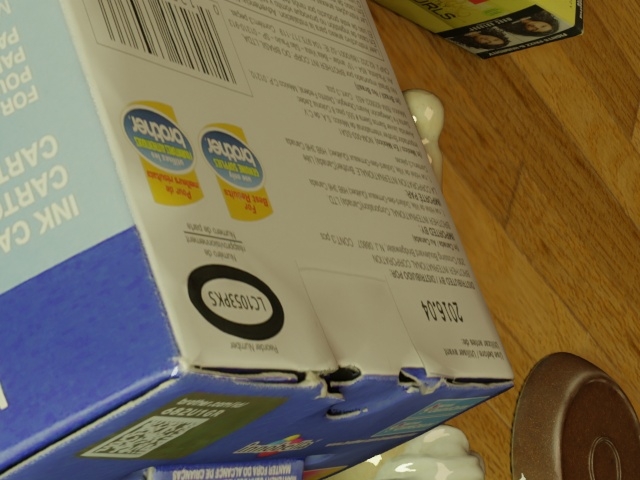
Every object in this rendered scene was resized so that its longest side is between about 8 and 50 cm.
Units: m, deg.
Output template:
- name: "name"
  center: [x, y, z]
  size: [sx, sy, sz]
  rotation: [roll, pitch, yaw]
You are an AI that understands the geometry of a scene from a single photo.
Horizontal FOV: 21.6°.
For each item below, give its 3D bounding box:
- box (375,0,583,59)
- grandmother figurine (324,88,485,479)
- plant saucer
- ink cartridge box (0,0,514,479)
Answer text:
- name: "box"
  center: [0.075, -0.182, 1.065]
  size: [0.232, 0.087, 0.058]
  rotation: [20, 66, -50]
- name: "grandmother figurine"
  center: [0.000, 0.000, 0.832]
  size: [0.104, 0.208, 0.342]
  rotation: [-8, 71, -19]
- name: "plant saucer"
  center: [0.189, 0.160, 1.175]
  size: [0.168, 0.029, 0.168]
  rotation: [19, 65, -49]
- name: "ink cartridge box"
  center: [-0.077, -0.038, 0.660]
  size: [0.270, 0.151, 0.395]
  rotation: [10, 54, -61]
